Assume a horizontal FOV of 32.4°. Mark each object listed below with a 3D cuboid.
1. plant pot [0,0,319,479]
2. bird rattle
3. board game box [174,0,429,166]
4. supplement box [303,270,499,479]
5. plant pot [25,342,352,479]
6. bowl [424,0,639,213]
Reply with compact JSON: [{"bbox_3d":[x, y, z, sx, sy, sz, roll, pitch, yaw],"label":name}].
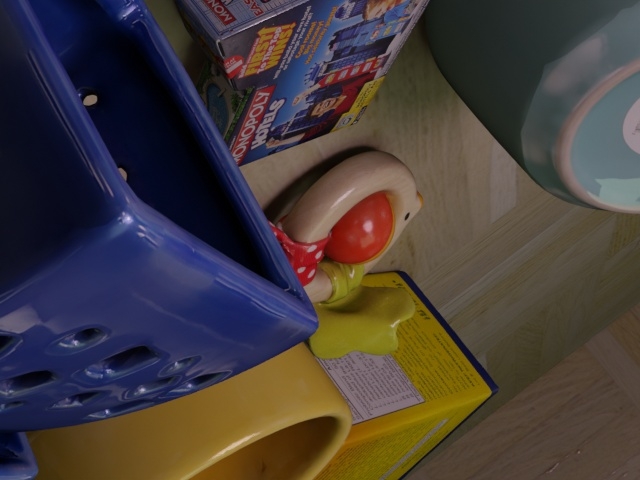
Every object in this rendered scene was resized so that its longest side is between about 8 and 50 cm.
[{"bbox_3d":[-0.166,-0.018,0.504,0.212,0.236,0.236,-33,160,8],"label":"plant pot"},{"bbox_3d":[0.000,0.000,1.017,0.207,0.143,0.253,-51,145,3],"label":"bird rattle"},{"bbox_3d":[-0.023,-0.133,0.711,0.194,0.060,0.194,-23,157,-38],"label":"board game box"},{"bbox_3d":[0.003,0.173,1.213,0.195,0.194,0.356,-48,157,25],"label":"supplement box"},{"bbox_3d":[-0.146,0.100,0.753,0.254,0.239,0.254,-33,159,-15],"label":"plant pot"},{"bbox_3d":[0.242,-0.135,0.813,0.311,0.163,0.312,-4,143,-3],"label":"bowl"}]
